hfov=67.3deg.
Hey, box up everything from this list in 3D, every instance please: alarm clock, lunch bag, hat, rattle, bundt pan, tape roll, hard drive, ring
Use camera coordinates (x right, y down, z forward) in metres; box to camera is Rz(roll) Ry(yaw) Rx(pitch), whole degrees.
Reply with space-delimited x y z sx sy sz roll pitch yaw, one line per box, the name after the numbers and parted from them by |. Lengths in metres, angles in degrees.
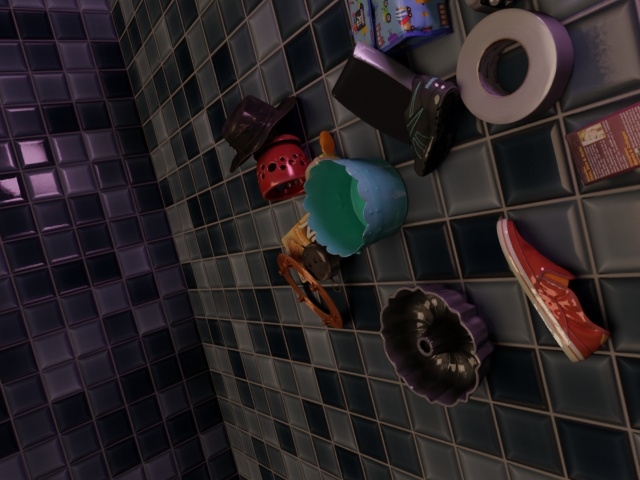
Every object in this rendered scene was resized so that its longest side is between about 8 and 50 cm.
0.008 0.083 1.531 0.192 0.064 0.129 56 142 5 | alarm clock
0.157 -0.567 1.179 0.293 0.138 0.220 5 110 65 | lunch bag
-0.235 -0.386 1.579 0.134 0.331 0.331 40 149 -19 | hat
-0.011 -0.223 1.535 0.142 0.130 0.199 57 152 22 | rattle
0.316 0.261 1.278 0.331 0.124 0.330 26 124 46 | bundt pan
0.389 -0.351 0.978 0.219 0.072 0.219 24 122 45 | tape roll
0.160 -0.353 1.189 0.255 0.054 0.172 32 138 -4 | hard drive
-0.045 0.185 1.680 0.336 0.032 0.336 43 161 18 | ring

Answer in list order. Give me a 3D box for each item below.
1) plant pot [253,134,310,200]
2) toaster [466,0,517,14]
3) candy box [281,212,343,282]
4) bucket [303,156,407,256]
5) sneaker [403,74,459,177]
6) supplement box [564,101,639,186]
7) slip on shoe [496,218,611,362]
-0.129 -0.246 1.609 0.191 0.191 0.174 -34 74 53 | plant pot
0.349 -0.557 0.914 0.168 0.110 0.185 -25 83 53 | toaster
0.000 0.000 1.621 0.182 0.088 0.316 62 144 10 | candy box
0.099 -0.106 1.369 0.281 0.183 0.281 24 122 47 | bucket
0.252 -0.268 1.134 0.106 0.101 0.267 40 150 29 | sneaker
0.545 -0.178 0.832 0.188 0.081 0.104 -25 84 54 | supplement box
0.483 0.089 1.018 0.101 0.123 0.331 -35 67 20 | slip on shoe
